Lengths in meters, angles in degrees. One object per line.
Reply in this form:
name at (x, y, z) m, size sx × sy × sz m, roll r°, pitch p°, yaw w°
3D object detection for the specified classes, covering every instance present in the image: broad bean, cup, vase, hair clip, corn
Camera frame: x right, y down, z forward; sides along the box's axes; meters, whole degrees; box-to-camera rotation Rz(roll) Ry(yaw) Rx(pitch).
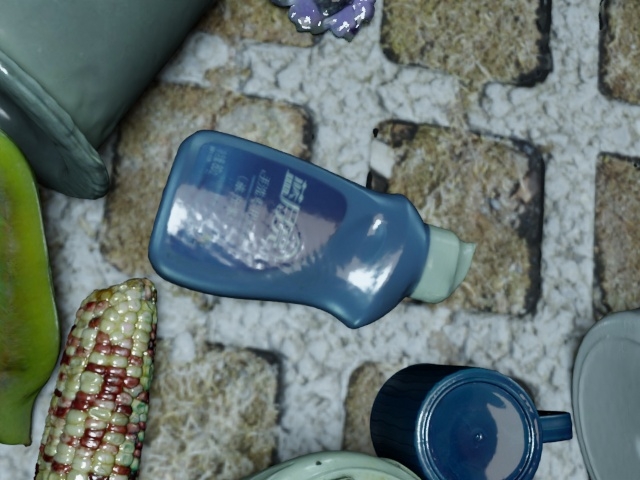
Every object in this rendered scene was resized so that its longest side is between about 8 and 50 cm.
broad bean at (-0.254, 0.026, 0.553) m, size 0.075 × 0.067 × 0.325 m, roll -12°, pitch 112°, yaw -38°
cup at (0.128, 0.155, 0.599) m, size 0.150 × 0.138 × 0.114 m, roll -30°, pitch 86°, yaw -13°
vase at (-0.205, -0.216, 0.587) m, size 0.245 × 0.245 × 0.291 m, roll 32°, pitch 68°, yaw -2°
hair clip at (-0.010, -0.283, 0.668) m, size 0.124 × 0.052 × 0.195 m, roll -30°, pitch 118°, yaw 16°
corn at (-0.188, 0.153, 0.578) m, size 0.086 × 0.086 × 0.254 m, roll 8°, pitch 77°, yaw -7°

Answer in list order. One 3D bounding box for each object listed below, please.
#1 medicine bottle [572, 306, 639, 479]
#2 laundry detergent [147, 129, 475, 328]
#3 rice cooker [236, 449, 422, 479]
medicine bottle at (0.377, 0.157, 0.587) m, size 0.231 × 0.238 × 0.238 m, roll -9°, pitch 81°, yaw -11°
laundry detergent at (0.000, 0.000, 0.631) m, size 0.289 × 0.094 × 0.144 m, roll 14°, pitch 74°, yaw -6°
rice cooker at (-0.015, 0.275, 0.508) m, size 0.225 × 0.244 × 0.226 m, roll 16°, pitch 55°, yaw -24°
